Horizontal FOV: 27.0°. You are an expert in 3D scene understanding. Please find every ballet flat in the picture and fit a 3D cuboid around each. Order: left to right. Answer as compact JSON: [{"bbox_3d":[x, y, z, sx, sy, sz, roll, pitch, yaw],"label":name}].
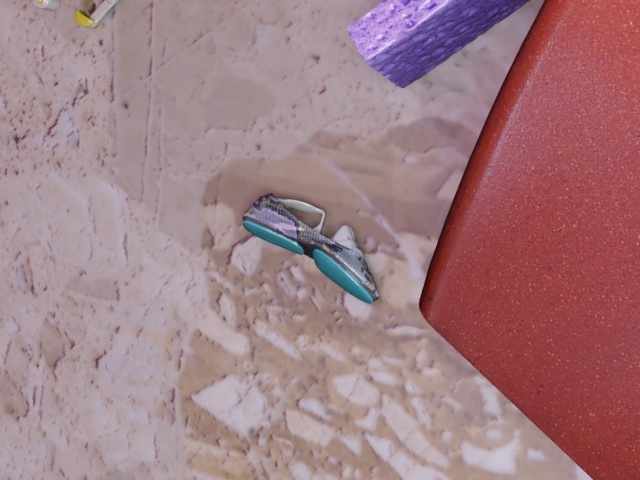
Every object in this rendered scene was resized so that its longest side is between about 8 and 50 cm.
[{"bbox_3d":[0.000,0.000,0.928,0.114,0.041,0.041,31,97,15],"label":"ballet flat"}]

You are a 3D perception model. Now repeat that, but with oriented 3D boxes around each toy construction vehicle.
[{"bbox_3d":[-0.165,-0.205,0.964,0.035,0.086,0.098,26,95,11],"label":"toy construction vehicle"}]

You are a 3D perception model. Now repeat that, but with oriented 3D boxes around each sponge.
[{"bbox_3d":[0.118,-0.176,0.854,0.210,0.117,0.031,-35,79,13],"label":"sponge"}]

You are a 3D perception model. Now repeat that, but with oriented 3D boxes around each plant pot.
[{"bbox_3d":[0.214,-0.001,0.754,0.267,0.267,0.235,44,115,14],"label":"plant pot"}]
